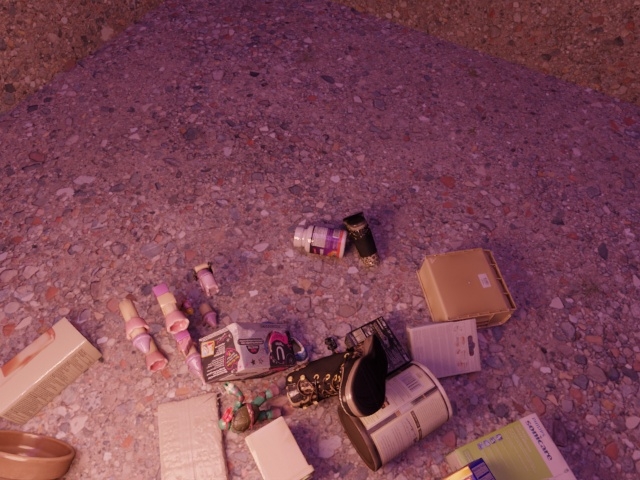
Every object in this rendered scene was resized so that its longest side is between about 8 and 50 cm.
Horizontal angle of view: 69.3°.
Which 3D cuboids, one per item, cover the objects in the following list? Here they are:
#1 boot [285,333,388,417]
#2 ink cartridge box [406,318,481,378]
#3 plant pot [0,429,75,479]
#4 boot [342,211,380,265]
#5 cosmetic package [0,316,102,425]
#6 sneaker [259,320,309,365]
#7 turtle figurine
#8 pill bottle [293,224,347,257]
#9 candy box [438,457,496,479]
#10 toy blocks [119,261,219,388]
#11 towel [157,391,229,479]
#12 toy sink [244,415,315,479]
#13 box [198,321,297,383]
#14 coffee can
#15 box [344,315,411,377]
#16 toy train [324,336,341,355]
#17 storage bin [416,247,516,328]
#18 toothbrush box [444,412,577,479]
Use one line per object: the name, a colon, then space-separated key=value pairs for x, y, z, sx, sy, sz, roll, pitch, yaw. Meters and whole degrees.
boot: x=0.035 y=0.412 z=1.326 sx=0.284 sy=0.377 sz=0.138 roll=-24 pitch=97 yaw=18
ink cartridge box: x=0.402 y=0.352 z=1.516 sx=0.224 sy=0.056 sz=0.181 roll=-8 pitch=95 yaw=-10
plant pot: x=-0.832 y=0.658 z=1.236 sx=0.263 sy=0.263 sz=0.229 roll=13 pitch=76 yaw=6
boot: x=0.158 y=-0.009 z=1.778 sx=0.085 sy=0.236 sz=0.179 roll=-21 pitch=101 yaw=3
cosmetic package: x=-0.859 y=0.402 z=1.437 sx=0.129 sy=0.153 sz=0.296 roll=36 pitch=61 yaw=19
sneaker: x=-0.123 y=0.330 z=1.551 sx=0.211 sy=0.081 sz=0.080 roll=29 pitch=62 yaw=18
turtle figurine: x=-0.228 y=0.505 z=1.362 sx=0.234 sy=0.175 sz=0.118 roll=-5 pitch=24 yaw=-37
pill bottle: x=0.000 y=0.000 z=1.759 sx=0.193 sy=0.108 sz=0.108 roll=10 pitch=57 yaw=5
candy box: x=0.379 y=0.771 z=1.174 sx=0.268 sy=0.122 sz=0.317 roll=-43 pitch=57 yaw=20
toy blocks: x=-0.416 y=0.291 z=1.447 sx=0.309 sy=0.288 sz=0.260 roll=-26 pitch=55 yaw=-21
towel: x=-0.381 y=0.607 z=1.380 sx=0.187 sy=0.049 sz=0.282 roll=-10 pitch=56 yaw=-10
toy sink: x=-0.099 y=0.643 z=1.302 sx=0.131 sy=0.153 sz=0.234 roll=-25 pitch=60 yaw=-18
box: x=-0.215 y=0.341 z=1.408 sx=0.163 sy=0.247 sz=0.142 roll=-26 pitch=67 yaw=27
coffee can: x=0.218 y=0.512 z=1.370 sx=0.275 sy=0.201 sz=0.201 roll=-25 pitch=61 yaw=-18
box: x=0.187 y=0.368 z=1.538 sx=0.147 sy=0.077 sz=0.180 roll=-24 pitch=60 yaw=-17
toy train: x=0.062 y=0.392 z=1.551 sx=0.036 sy=0.027 sz=0.158 roll=-16 pitch=57 yaw=-25
storage bin: x=0.514 y=0.176 z=1.653 sx=0.260 sy=0.123 sz=0.262 roll=-7 pitch=56 yaw=-7
toothbrush box: x=0.541 y=0.658 z=1.332 sx=0.283 sy=0.122 sz=0.206 roll=-19 pitch=60 yaw=-13
